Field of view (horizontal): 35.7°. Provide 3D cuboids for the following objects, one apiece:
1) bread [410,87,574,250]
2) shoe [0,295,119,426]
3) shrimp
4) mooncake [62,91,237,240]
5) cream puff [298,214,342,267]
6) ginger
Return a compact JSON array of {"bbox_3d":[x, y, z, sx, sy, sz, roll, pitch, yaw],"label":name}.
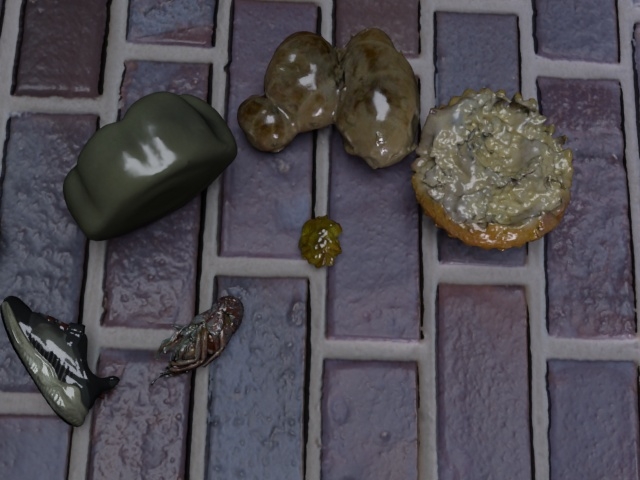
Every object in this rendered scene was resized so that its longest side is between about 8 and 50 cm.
[{"bbox_3d":[0.276,-0.106,1.619,0.274,0.149,0.274,0,72,-1],"label":"bread"},{"bbox_3d":[-0.400,0.172,1.523,0.112,0.099,0.227,-30,82,-19],"label":"shoe"},{"bbox_3d":[-0.194,0.160,1.552,0.190,0.075,0.073,-41,113,-4],"label":"shrimp"},{"bbox_3d":[-0.265,-0.115,1.525,0.275,0.275,0.135,-35,83,-13],"label":"mooncake"},{"bbox_3d":[0.000,0.000,1.614,0.083,0.058,0.083,39,77,9],"label":"cream puff"},{"bbox_3d":[0.016,-0.241,1.648,0.304,0.155,0.245,3,81,5],"label":"ginger"}]
